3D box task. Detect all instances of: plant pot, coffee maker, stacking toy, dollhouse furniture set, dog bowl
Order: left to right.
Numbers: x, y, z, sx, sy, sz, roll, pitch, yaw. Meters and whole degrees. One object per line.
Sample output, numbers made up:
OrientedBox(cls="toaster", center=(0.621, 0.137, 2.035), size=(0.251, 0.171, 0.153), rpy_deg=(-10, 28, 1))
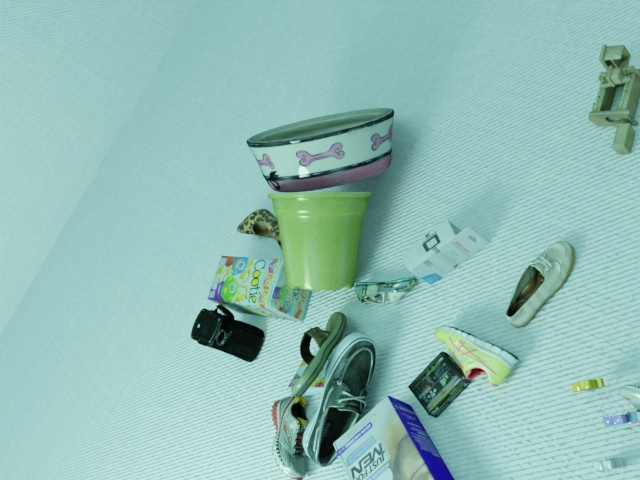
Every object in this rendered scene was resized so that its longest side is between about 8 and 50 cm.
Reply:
OrientedBox(cls="coffee maker", center=(-0.254, 0.282, 2.091), size=(0.120, 0.178, 0.171), rpy_deg=(-54, 40, 10))
OrientedBox(cls="plant pot", center=(0.000, 0.000, 1.947), size=(0.276, 0.276, 0.253), rpy_deg=(1, 92, 44))
OrientedBox(cls="dog bowl", center=(0.013, -0.246, 2.005), size=(0.408, 0.408, 0.150), rpy_deg=(4, 112, 44))
OrientedBox(cls="dollhouse furniture set", center=(0.619, -0.305, 1.601), size=(0.101, 0.161, 0.181), rpy_deg=(6, 72, 45))
OrientedBox(cls="stacking toy", center=(0.567, 0.318, 1.324), size=(0.221, 0.052, 0.166), rpy_deg=(-33, 60, 51))

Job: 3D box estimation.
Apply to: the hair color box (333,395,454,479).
OrientedBox(cls="hair color box", center=(0.181, 0.532, 1.600), size=(0.185, 0.110, 0.338), rpy_deg=(-45, 46, 14))

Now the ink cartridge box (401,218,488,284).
OrientedBox(cls="ink cartridge box", center=(0.300, 0.019, 1.768), size=(0.180, 0.104, 0.060), rpy_deg=(-39, 46, 21))

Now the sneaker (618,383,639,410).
OrientedBox(cls="sneaker", center=(0.610, 0.326, 1.342), size=(0.161, 0.057, 0.075), rpy_deg=(27, 82, 45))

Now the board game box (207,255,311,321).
OrientedBox(cls="board game box", center=(-0.173, 0.136, 2.120), size=(0.275, 0.142, 0.144), rpy_deg=(2, 70, 44))

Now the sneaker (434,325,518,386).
OrientedBox(cls="sneaker", center=(0.329, 0.256, 1.629), size=(0.209, 0.081, 0.094), rpy_deg=(23, 87, 47))

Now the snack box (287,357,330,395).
OrientedBox(cls="snack box", center=(-0.005, 0.352, 1.896), size=(0.141, 0.037, 0.100), rpy_deg=(-9, 34, 40))

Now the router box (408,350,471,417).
OrientedBox(cls="router box", center=(0.271, 0.328, 1.674), size=(0.122, 0.038, 0.092), rpy_deg=(-49, 43, 12))

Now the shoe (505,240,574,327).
OrientedBox(cls="shoe", center=(0.475, 0.092, 1.596), size=(0.076, 0.058, 0.219), rpy_deg=(36, 95, 47))

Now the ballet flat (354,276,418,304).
OrientedBox(cls="ballet flat", center=(0.171, 0.130, 1.870), size=(0.188, 0.070, 0.070), rpy_deg=(-9, 62, 42))

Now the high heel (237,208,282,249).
OrientedBox(cls="high heel", center=(-0.161, -0.001, 2.216), size=(0.261, 0.093, 0.186), rpy_deg=(-11, 55, 29))

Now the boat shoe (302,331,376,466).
OrientedBox(cls="boat shoe", center=(0.064, 0.390, 1.767), size=(0.335, 0.121, 0.119), rpy_deg=(-70, 21, 4))

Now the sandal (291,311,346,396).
OrientedBox(cls="sandal", center=(-0.013, 0.266, 1.837), size=(0.120, 0.086, 0.303), rpy_deg=(-62, -6, 33))

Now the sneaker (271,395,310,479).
OrientedBox(cls="sneaker", center=(-0.068, 0.497, 1.866), size=(0.093, 0.088, 0.225), rpy_deg=(-31, 50, 26))
